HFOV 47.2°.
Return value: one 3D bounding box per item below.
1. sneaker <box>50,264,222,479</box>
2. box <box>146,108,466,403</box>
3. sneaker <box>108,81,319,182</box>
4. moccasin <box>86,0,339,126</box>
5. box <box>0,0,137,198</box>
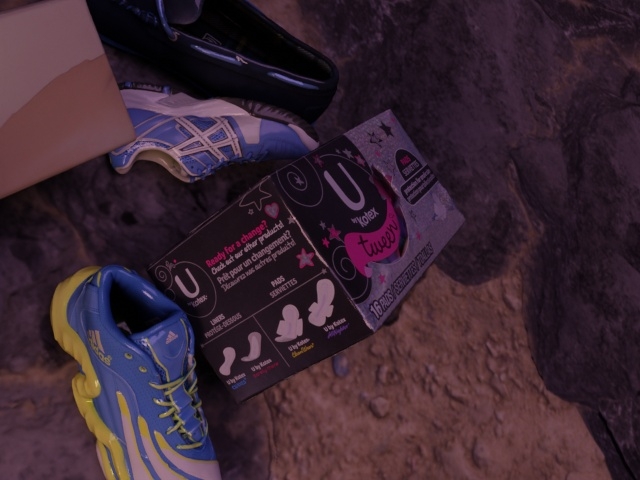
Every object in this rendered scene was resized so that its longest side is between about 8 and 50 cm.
[{"bbox_3d":[-0.136,0.124,0.580,0.091,0.126,0.240,-30,88,-37],"label":"sneaker"},{"bbox_3d":[0.000,0.000,0.650,0.142,0.163,0.247,54,34,-3],"label":"box"},{"bbox_3d":[-0.106,-0.095,0.717,0.211,0.080,0.081,5,80,-11],"label":"sneaker"},{"bbox_3d":[-0.126,-0.241,0.737,0.341,0.117,0.138,27,59,-20],"label":"moccasin"},{"bbox_3d":[-0.310,-0.070,0.519,0.311,0.148,0.121,-32,115,-35],"label":"box"}]
